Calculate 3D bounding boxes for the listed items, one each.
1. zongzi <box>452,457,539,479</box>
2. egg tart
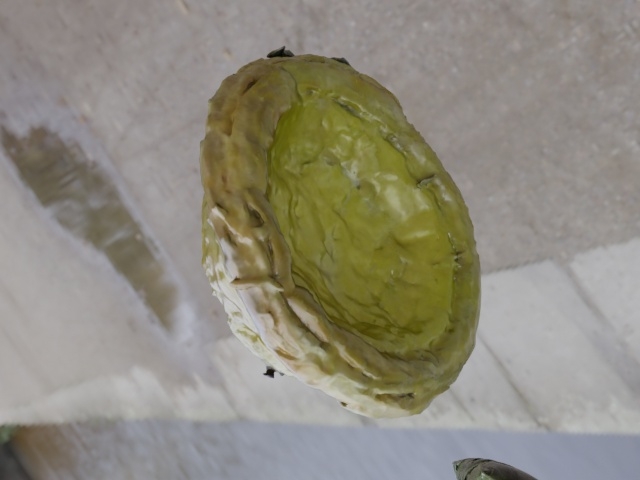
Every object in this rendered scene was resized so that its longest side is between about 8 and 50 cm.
[{"bbox_3d":[0.172,0.229,1.136,0.109,0.055,0.119,29,179,-2],"label":"zongzi"},{"bbox_3d":[0.000,0.000,1.114,0.132,0.345,0.345,-22,106,35],"label":"egg tart"}]
